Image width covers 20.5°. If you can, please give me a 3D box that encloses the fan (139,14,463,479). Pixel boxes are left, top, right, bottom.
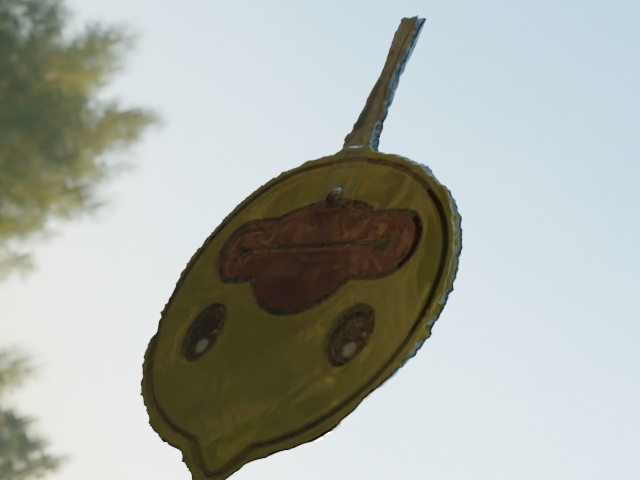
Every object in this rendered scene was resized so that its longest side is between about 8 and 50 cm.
[{"bbox_3d":[0.001,0.001,1.046,0.229,0.335,0.011,-1,-33,45],"label":"fan"}]
